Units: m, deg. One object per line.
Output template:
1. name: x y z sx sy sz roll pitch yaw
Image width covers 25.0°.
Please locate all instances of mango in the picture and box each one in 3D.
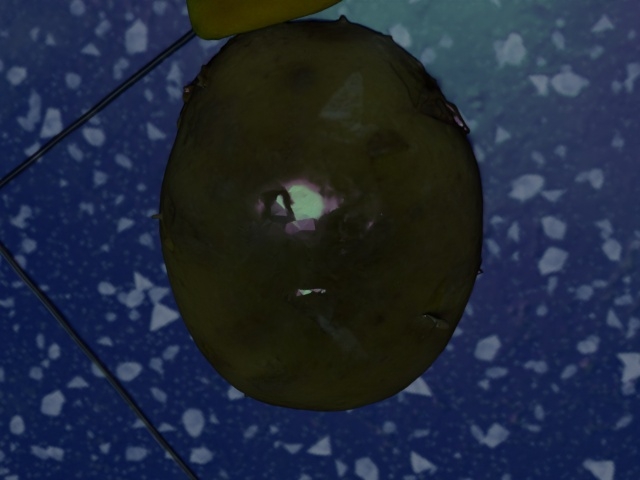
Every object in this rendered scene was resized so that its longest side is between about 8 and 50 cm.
1. mango: -0.021 -0.199 0.976 0.187 0.066 0.101 -31 100 21

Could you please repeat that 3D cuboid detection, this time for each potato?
1. potato: 0.000 0.000 1.010 0.239 0.116 0.299 3 109 1
